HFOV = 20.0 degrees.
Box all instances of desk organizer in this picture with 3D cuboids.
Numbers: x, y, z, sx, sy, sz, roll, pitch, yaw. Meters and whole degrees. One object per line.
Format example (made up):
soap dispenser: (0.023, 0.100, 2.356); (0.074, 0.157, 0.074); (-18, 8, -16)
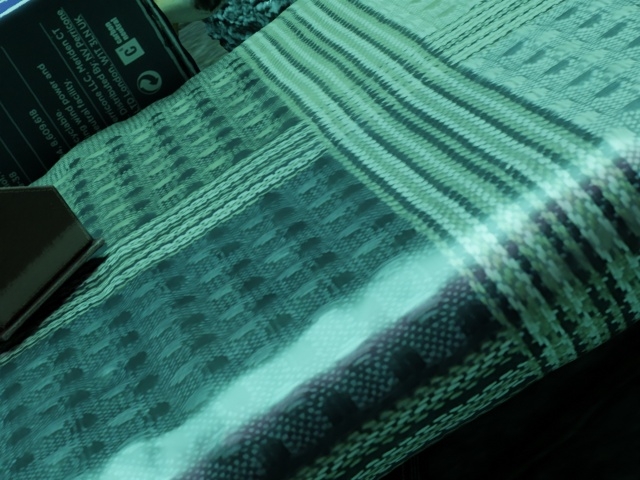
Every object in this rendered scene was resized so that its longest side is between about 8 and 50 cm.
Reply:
desk organizer: (-0.130, 0.005, 0.544); (0.130, 0.050, 0.047); (-13, 27, 45)

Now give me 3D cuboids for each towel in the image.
towel: (-0.037, 0.016, 0.532); (0.312, 0.056, 0.324); (-33, 19, -1)

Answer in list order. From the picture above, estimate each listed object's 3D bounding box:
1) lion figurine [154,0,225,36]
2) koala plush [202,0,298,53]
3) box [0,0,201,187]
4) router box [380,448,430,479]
lion figurine: (-0.183, -0.048, 0.959); (0.240, 0.142, 0.392); (7, 39, 38)
koala plush: (0.023, -0.161, 0.977); (0.203, 0.196, 0.221); (-42, 17, 6)
box: (-0.157, -0.047, 0.737); (0.207, 0.108, 0.153); (-31, 32, -1)
router box: (-0.088, 0.100, 0.581); (0.243, 0.081, 0.309); (-27, 17, 12)
